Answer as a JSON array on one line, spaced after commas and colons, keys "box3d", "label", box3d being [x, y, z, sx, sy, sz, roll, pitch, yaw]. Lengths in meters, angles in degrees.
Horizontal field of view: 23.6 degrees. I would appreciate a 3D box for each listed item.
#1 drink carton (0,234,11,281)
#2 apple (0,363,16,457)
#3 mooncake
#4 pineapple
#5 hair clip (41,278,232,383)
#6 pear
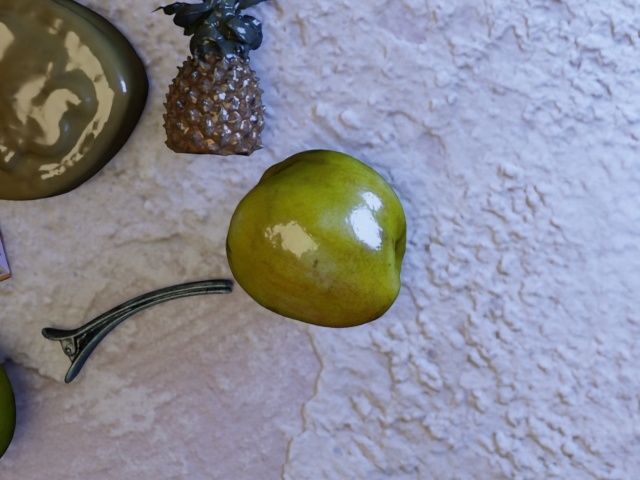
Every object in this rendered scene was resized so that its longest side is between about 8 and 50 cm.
[{"box3d": [-0.481, 0.040, 1.767, 0.223, 0.096, 0.071, -13, 95, 14], "label": "drink carton"}, {"box3d": [-0.443, 0.190, 1.736, 0.196, 0.196, 0.156, -7, 65, 14], "label": "apple"}, {"box3d": [-0.308, -0.161, 1.693, 0.235, 0.117, 0.234, 1, 95, 15], "label": "mooncake"}, {"box3d": [-0.101, -0.230, 1.636, 0.130, 0.119, 0.277, 6, 97, 32], "label": "pineapple"}, {"box3d": [-0.207, 0.085, 1.739, 0.230, 0.039, 0.070, -26, 89, 14], "label": "hair clip"}, {"box3d": [0.000, 0.000, 1.604, 0.200, 0.200, 0.200, 2, 98, 13], "label": "pear"}]
